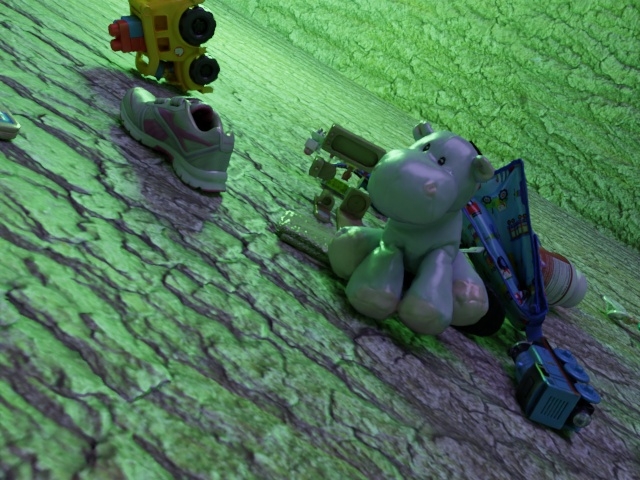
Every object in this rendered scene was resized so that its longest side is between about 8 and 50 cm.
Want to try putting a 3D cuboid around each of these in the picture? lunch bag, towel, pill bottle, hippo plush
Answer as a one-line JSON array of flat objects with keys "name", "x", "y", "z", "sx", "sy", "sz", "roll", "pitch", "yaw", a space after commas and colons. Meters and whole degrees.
[{"name": "lunch bag", "x": 0.331, "y": 0.039, "z": 1.219, "sx": 0.221, "sy": 0.138, "sz": 0.293, "roll": 54, "pitch": 21, "yaw": -73}, {"name": "towel", "x": 0.000, "y": 0.000, "z": 1.107, "sx": 0.148, "sy": 0.027, "sz": 0.110, "roll": 30, "pitch": 20, "yaw": -5}, {"name": "pill bottle", "x": 0.476, "y": 0.075, "z": 1.492, "sx": 0.216, "sy": 0.121, "sz": 0.121, "roll": 21, "pitch": 22, "yaw": -28}, {"name": "hippo plush", "x": 0.171, "y": -0.024, "z": 0.978, "sx": 0.294, "sy": 0.237, "sz": 0.234, "roll": -22, "pitch": 53, "yaw": -34}]

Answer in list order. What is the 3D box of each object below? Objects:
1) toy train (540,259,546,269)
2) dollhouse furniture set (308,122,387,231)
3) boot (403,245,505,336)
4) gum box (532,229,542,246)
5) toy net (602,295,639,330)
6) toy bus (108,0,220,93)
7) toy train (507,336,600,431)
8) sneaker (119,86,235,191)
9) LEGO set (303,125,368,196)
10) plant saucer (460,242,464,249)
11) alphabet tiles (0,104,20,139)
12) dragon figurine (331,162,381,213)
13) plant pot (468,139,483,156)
[{"name": "toy train", "x": 0.379, "y": 0.076, "z": 1.362, "sx": 0.046, "sy": 0.125, "sz": 0.166, "roll": 10, "pitch": 21, "yaw": -39}, {"name": "dollhouse furniture set", "x": 0.051, "y": -0.104, "z": 1.252, "sx": 0.144, "sy": 0.151, "sz": 0.123, "roll": 26, "pitch": 20, "yaw": -11}, {"name": "boot", "x": 0.232, "y": 0.056, "z": 1.213, "sx": 0.246, "sy": 0.094, "sz": 0.207, "roll": 32, "pitch": 22, "yaw": 17}, {"name": "gum box", "x": 0.502, "y": 0.014, "z": 1.649, "sx": 0.184, "sy": 0.041, "sz": 0.157, "roll": 37, "pitch": 31, "yaw": -44}, {"name": "toy net", "x": 0.797, "y": 0.227, "z": 1.726, "sx": 0.122, "sy": 0.045, "sz": 0.232, "roll": 5, "pitch": 31, "yaw": -49}, {"name": "toy bus", "x": -0.332, "y": -0.408, "z": 1.426, "sx": 0.211, "sy": 0.220, "sz": 0.149, "roll": -20, "pitch": 39, "yaw": -24}, {"name": "toy train", "x": 0.346, "y": 0.212, "z": 1.035, "sx": 0.105, "sy": 0.080, "sz": 0.184, "roll": 22, "pitch": 21, "yaw": -8}, {"name": "sneaker", "x": -0.221, "y": -0.186, "z": 1.103, "sx": 0.252, "sy": 0.111, "sz": 0.103, "roll": 39, "pitch": 21, "yaw": 22}, {"name": "LEGO set", "x": 0.090, "y": -0.117, "z": 1.396, "sx": 0.287, "sy": 0.107, "sz": 0.132, "roll": 35, "pitch": 17, "yaw": 13}, {"name": "plant saucer", "x": 0.312, "y": -0.004, "z": 1.480, "sx": 0.168, "sy": 0.029, "sz": 0.168, "roll": -4, "pitch": 14, "yaw": 1}, {"name": "alphabet tiles", "x": -0.507, "y": -0.177, "z": 0.792, "sx": 0.278, "sy": 0.021, "sz": 0.284, "roll": 42, "pitch": 22, "yaw": 29}, {"name": "dragon figurine", "x": 0.148, "y": -0.109, "z": 1.505, "sx": 0.289, "sy": 0.085, "sz": 0.144, "roll": 21, "pitch": 21, "yaw": -31}, {"name": "plant pot", "x": 0.376, "y": -0.134, "z": 1.787, "sx": 0.167, "sy": 0.187, "sz": 0.188, "roll": 46, "pitch": 21, "yaw": 5}]
